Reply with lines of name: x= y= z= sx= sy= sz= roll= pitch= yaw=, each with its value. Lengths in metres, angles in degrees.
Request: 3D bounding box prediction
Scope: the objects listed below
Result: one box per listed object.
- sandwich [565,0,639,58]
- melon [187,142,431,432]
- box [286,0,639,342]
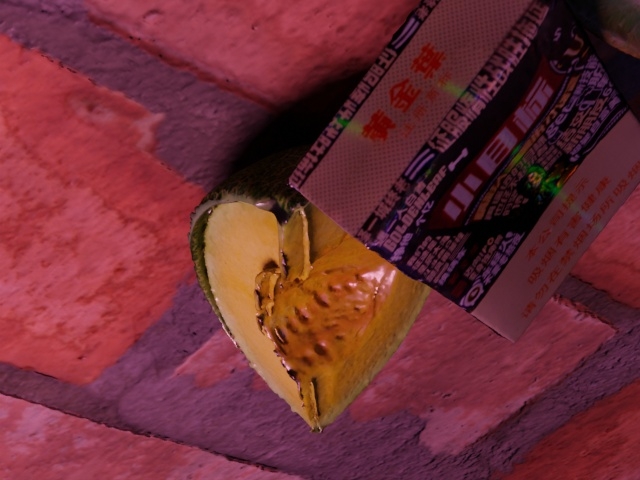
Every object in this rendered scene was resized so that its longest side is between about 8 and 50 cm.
sandwich: x=0.247 y=-0.214 z=0.937 sx=0.212 sy=0.109 sz=0.292 roll=-36 pitch=139 yaw=18
melon: x=0.000 y=0.000 z=1.079 sx=0.169 sy=0.129 sz=0.265 roll=-38 pitch=144 yaw=-26
box: x=0.125 y=-0.054 z=0.990 sx=0.198 sy=0.084 sz=0.310 roll=-52 pitch=150 yaw=3
